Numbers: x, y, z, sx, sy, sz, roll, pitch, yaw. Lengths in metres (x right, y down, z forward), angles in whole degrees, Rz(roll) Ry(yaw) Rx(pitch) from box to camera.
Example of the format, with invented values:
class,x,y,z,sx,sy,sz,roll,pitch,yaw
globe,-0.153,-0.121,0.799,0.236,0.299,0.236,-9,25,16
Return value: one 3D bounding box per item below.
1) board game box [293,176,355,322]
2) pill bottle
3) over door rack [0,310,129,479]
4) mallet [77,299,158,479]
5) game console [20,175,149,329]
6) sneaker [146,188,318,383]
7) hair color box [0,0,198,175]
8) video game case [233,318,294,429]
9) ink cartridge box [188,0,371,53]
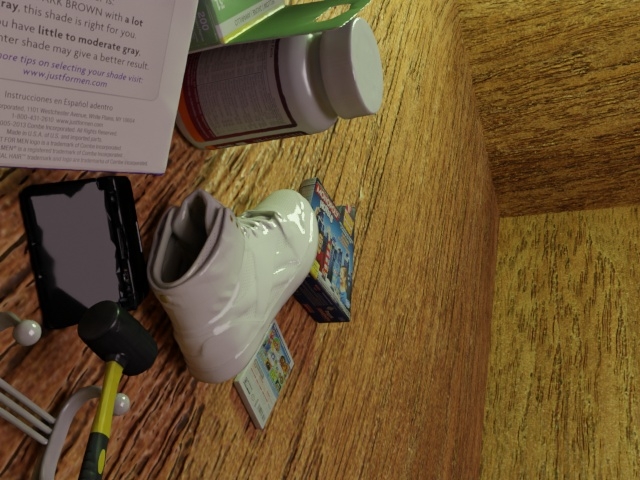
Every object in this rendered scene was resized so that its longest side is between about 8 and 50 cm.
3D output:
class,x,y,z,sx,sy,sz,roll,pitch,yaw
board game box,0.000,0.000,0.949,0.194,0.060,0.194,55,37,-48
pill bottle,-0.050,-0.174,0.675,0.121,0.221,0.121,-5,90,-66
over door rack,-0.241,0.176,0.330,0.240,0.108,0.324,61,34,-41
mallet,-0.155,0.123,0.412,0.190,0.039,0.062,-91,160,-51
game console,-0.208,0.006,0.549,0.107,0.071,0.122,-134,-143,-81
sneaker,-0.088,-0.005,0.689,0.293,0.108,0.169,-66,150,-44
hair color box,-0.168,-0.219,0.372,0.185,0.110,0.339,-4,116,-51
video game case,-0.073,0.177,0.813,0.122,0.011,0.087,-61,138,-51
ink cartridge box,-0.071,-0.244,0.625,0.171,0.234,0.056,-60,139,-52
